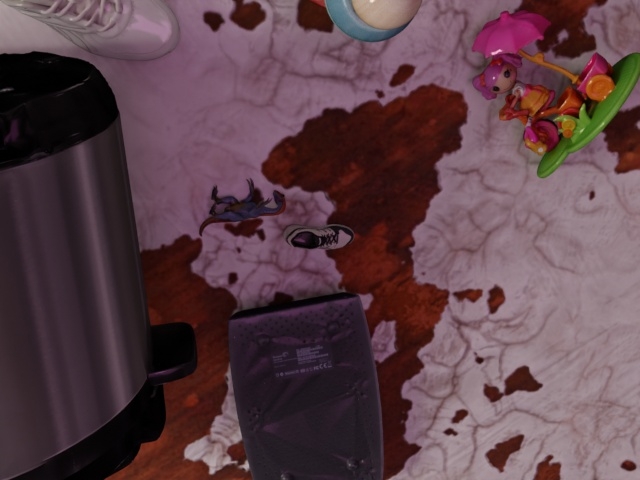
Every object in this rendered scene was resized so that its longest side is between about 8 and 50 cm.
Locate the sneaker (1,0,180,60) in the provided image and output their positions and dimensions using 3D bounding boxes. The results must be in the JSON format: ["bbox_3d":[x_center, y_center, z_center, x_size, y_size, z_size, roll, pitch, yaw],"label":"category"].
[{"bbox_3d":[-0.247,-0.233,0.799,0.232,0.115,0.090,21,103,-15],"label":"sneaker"}]

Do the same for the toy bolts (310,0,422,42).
[{"bbox_3d":[0.055,-0.287,0.705,0.218,0.158,0.229,20,103,-16],"label":"toy bolts"}]

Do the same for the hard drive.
[{"bbox_3d":[-0.016,0.188,1.008,0.172,0.054,0.255,-10,109,-6],"label":"hard drive"}]

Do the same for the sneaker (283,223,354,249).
[{"bbox_3d":[0.000,0.000,0.960,0.083,0.037,0.032,-2,106,-11],"label":"sneaker"}]

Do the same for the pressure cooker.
[{"bbox_3d":[-0.341,0.067,0.735,0.369,0.375,0.421,9,115,31],"label":"pressure cooker"}]

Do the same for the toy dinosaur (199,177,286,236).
[{"bbox_3d":[-0.084,-0.038,0.943,0.082,0.047,0.090,15,138,-23],"label":"toy dinosaur"}]

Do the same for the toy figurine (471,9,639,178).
[{"bbox_3d":[0.234,-0.177,0.922,0.159,0.130,0.173,33,125,-4],"label":"toy figurine"}]
